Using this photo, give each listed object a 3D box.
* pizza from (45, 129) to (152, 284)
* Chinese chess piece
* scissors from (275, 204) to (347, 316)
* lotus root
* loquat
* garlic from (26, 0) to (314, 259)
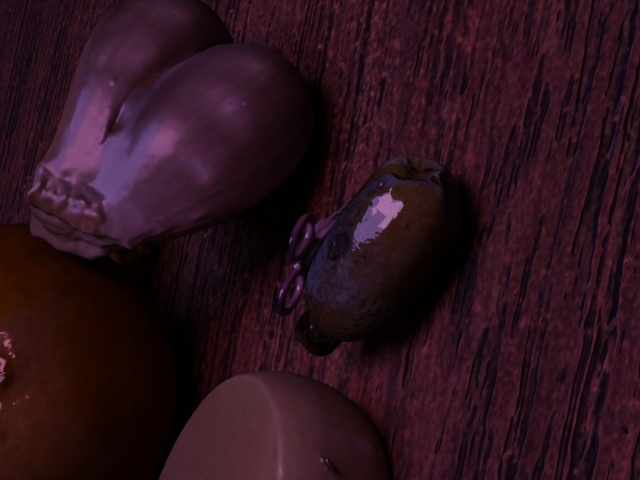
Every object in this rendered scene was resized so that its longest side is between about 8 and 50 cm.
[{"bbox_3d":[-0.231,-0.033,2.002,0.085,0.161,0.305,-25,40,1],"label":"pizza"},{"bbox_3d":[-0.049,0.236,1.483,0.273,0.102,0.273,-45,35,44],"label":"Chinese chess piece"},{"bbox_3d":[0.000,0.000,1.538,0.176,0.022,0.085,-45,-33,-63],"label":"scissors"},{"bbox_3d":[0.041,0.017,1.474,0.192,0.088,0.113,-56,7,27],"label":"lotus root"},{"bbox_3d":[-0.291,0.143,1.771,0.328,0.328,0.328,-42,38,45],"label":"loquat"},{"bbox_3d":[-0.111,-0.101,1.772,0.340,0.231,0.246,-20,-56,-76],"label":"garlic"}]
